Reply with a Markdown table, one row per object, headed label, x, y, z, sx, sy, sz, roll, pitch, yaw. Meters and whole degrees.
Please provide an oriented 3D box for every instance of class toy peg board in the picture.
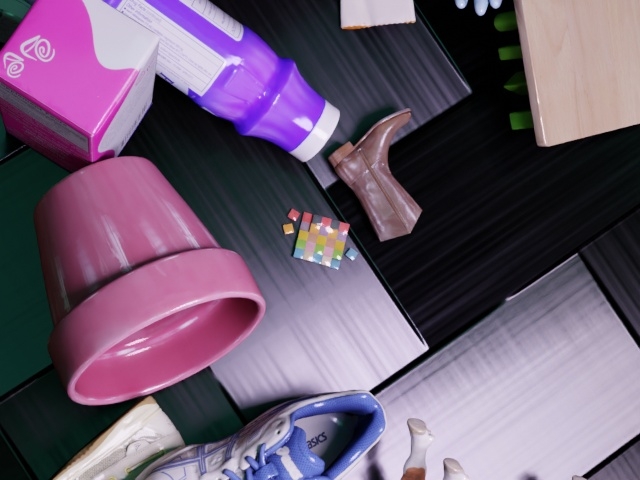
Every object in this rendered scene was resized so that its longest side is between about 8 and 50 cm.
| label | x | y | z | sx | sy | sz | roll | pitch | yaw |
| --- | --- | --- | --- | --- | --- | --- | --- | --- | --- |
| toy peg board | 0.265 | -0.193 | 1.401 | 0.160 | 0.079 | 0.161 | -15 | 100 | -28 |

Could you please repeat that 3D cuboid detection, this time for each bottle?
| label | x | y | z | sx | sy | sz | roll | pitch | yaw |
| --- | --- | --- | --- | --- | --- | --- | --- | --- | --- |
| bottle | -0.110 | -0.183 | 1.308 | 0.283 | 0.118 | 0.092 | 35 | 99 | -18 |

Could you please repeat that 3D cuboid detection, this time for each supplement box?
| label | x | y | z | sx | sy | sz | roll | pitch | yaw |
| --- | --- | --- | --- | --- | --- | --- | --- | --- | --- |
| supplement box | -0.227 | -0.143 | 1.231 | 0.114 | 0.220 | 0.111 | 33 | 77 | -4 |

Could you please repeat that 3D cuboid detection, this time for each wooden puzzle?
| label | x | y | z | sx | sy | sz | roll | pitch | yaw |
| --- | --- | --- | --- | --- | --- | --- | --- | --- | --- |
| wooden puzzle | 0.000 | 0.000 | 1.360 | 0.083 | 0.006 | 0.049 | 15 | 78 | -8 |

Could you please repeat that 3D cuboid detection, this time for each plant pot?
| label | x | y | z | sx | sy | sz | roll | pitch | yaw |
| --- | --- | --- | --- | --- | --- | --- | --- | --- | --- |
| plant pot | -0.178 | 0.029 | 1.238 | 0.201 | 0.201 | 0.180 | -23 | 71 | -13 |

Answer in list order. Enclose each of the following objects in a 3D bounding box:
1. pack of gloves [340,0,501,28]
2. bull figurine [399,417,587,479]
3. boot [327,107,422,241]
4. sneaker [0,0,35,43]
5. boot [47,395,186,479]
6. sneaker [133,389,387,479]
| label | x | y | z | sx | sy | sz | roll | pitch | yaw |
| --- | --- | --- | --- | --- | --- | --- | --- | --- | --- |
| pack of gloves | 0.117 | -0.343 | 1.404 | 0.195 | 0.046 | 0.232 | -2 | 86 | 13 |
| bull figurine | 0.121 | 0.290 | 1.275 | 0.310 | 0.101 | 0.188 | 19 | 111 | -14 |
| boot | 0.079 | -0.067 | 1.370 | 0.106 | 0.037 | 0.114 | -35 | 85 | -1 |
| sneaker | -0.363 | -0.297 | 1.306 | 0.226 | 0.086 | 0.163 | 16 | 69 | 1 |
| boot | -0.189 | 0.274 | 1.245 | 0.213 | 0.077 | 0.165 | -42 | 91 | -20 |
| sneaker | -0.066 | 0.213 | 1.204 | 0.296 | 0.131 | 0.112 | -32 | 88 | -36 |
